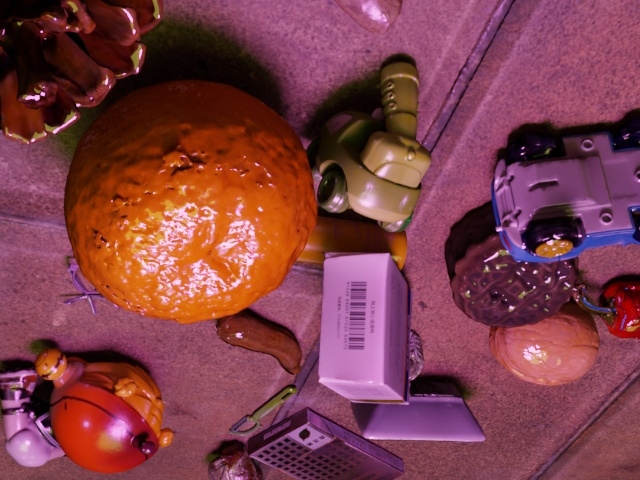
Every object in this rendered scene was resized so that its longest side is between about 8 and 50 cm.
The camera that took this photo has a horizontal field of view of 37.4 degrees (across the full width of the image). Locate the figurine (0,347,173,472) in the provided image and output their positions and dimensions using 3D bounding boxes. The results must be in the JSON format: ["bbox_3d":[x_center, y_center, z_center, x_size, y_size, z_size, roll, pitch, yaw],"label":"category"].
[{"bbox_3d":[-0.429,0.335,1.771,0.323,0.196,0.320,-10,132,22],"label":"figurine"}]

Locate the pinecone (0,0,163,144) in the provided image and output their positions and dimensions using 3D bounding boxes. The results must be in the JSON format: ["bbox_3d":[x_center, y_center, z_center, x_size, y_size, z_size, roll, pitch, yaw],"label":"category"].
[{"bbox_3d":[-0.339,-0.267,0.997,0.384,0.384,0.384,-2,138,-2],"label":"pinecone"}]

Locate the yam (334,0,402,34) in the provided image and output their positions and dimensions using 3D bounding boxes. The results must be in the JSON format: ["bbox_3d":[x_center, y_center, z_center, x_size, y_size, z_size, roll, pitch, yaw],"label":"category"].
[{"bbox_3d":[-0.038,-0.371,1.116,0.356,0.081,0.081,32,127,-33],"label":"yam"}]

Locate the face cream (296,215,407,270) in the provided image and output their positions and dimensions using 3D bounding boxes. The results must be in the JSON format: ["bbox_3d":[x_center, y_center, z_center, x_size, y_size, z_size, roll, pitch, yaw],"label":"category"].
[{"bbox_3d":[0.000,0.000,1.524,0.273,0.078,0.078,7,137,-13],"label":"face cream"}]

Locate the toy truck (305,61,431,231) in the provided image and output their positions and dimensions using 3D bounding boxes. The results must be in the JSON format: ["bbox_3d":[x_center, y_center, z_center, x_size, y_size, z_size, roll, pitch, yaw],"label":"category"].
[{"bbox_3d":[0.082,-0.120,1.317,0.148,0.187,0.210,18,134,-28],"label":"toy truck"}]

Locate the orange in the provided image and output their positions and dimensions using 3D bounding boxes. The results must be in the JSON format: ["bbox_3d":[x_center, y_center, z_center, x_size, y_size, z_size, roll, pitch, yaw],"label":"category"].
[{"bbox_3d":[-0.180,-0.060,1.291,0.340,0.293,0.341,-11,131,-13],"label":"orange"}]

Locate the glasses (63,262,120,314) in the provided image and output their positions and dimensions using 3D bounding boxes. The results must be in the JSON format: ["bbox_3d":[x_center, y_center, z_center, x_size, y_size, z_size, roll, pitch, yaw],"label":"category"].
[{"bbox_3d":[-0.389,0.085,1.625,0.140,0.062,0.104,27,151,-30],"label":"glasses"}]

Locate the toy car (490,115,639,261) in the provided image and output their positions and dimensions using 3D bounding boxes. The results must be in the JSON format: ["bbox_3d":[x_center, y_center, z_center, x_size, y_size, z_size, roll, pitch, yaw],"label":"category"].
[{"bbox_3d":[0.414,-0.061,1.419,0.314,0.198,0.166,-8,154,2],"label":"toy car"}]

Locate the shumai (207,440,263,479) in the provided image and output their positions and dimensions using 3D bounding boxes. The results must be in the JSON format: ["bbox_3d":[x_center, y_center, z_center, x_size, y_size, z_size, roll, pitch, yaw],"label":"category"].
[{"bbox_3d":[-0.178,0.483,2.031,0.123,0.099,0.087,16,129,2],"label":"shumai"}]

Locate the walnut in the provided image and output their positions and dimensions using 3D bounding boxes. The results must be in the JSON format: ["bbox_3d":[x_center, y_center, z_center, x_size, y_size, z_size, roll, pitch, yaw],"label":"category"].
[{"bbox_3d":[0.403,0.180,1.699,0.197,0.165,0.165,17,134,-20],"label":"walnut"}]

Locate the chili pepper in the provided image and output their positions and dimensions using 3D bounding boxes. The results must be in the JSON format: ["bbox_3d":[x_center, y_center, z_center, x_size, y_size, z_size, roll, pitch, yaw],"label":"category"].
[{"bbox_3d":[0.623,0.126,1.705,0.387,0.110,0.110,2,138,-13],"label":"chili pepper"}]

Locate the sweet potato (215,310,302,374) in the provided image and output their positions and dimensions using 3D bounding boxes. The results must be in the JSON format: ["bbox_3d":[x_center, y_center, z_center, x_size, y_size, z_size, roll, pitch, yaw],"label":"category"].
[{"bbox_3d":[-0.097,0.187,1.740,0.081,0.062,0.233,-18,142,37],"label":"sweet potato"}]

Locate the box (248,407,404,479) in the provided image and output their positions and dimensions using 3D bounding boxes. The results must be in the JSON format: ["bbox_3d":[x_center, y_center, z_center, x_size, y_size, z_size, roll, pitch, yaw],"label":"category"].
[{"bbox_3d":[0.016,0.478,2.077,0.180,0.047,0.325,-33,131,27],"label":"box"}]

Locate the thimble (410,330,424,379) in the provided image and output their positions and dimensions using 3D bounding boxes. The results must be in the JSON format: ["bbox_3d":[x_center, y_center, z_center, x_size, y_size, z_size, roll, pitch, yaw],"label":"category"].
[{"bbox_3d":[0.151,0.222,1.793,0.084,0.062,0.110,15,134,-18],"label":"thimble"}]

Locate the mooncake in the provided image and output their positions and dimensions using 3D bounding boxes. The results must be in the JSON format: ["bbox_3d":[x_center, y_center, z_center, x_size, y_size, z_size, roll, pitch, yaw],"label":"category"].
[{"bbox_3d":[0.319,0.043,1.567,0.228,0.124,0.228,-2,137,-2],"label":"mooncake"}]

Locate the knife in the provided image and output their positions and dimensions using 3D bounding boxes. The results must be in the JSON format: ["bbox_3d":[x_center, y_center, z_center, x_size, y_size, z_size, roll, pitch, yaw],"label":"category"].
[{"bbox_3d":[-0.109,0.356,1.955,0.054,0.015,0.212,24,131,-29],"label":"knife"}]

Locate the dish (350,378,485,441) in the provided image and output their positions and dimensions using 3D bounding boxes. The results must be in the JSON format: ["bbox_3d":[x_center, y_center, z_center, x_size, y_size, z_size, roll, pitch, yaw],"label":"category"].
[{"bbox_3d":[0.191,0.325,1.868,0.243,0.182,0.080,3,102,-8],"label":"dish"}]

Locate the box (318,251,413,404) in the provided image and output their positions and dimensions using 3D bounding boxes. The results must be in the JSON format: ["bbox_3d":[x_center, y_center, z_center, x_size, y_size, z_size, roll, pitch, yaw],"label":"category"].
[{"bbox_3d":[0.079,0.149,1.520,0.106,0.200,0.299,0,165,14],"label":"box"}]
